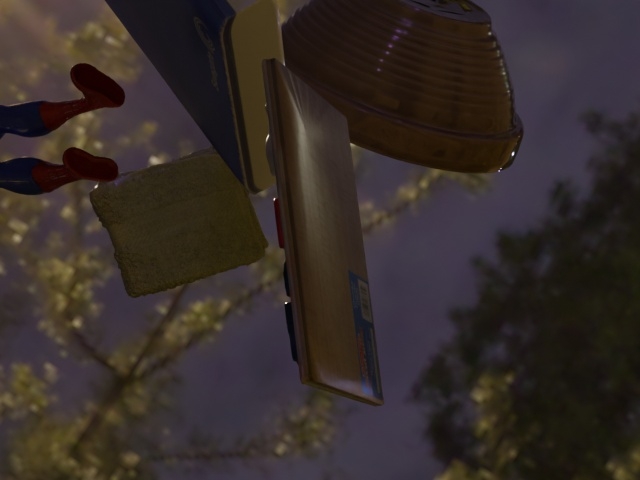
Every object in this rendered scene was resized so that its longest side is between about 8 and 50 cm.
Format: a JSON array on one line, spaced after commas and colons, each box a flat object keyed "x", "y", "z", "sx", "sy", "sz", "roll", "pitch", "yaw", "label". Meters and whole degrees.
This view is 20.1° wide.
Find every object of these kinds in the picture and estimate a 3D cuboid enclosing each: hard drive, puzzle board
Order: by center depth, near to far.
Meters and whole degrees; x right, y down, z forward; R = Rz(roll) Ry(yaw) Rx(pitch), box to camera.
[{"x": 0.000, "y": 0.000, "z": 0.725, "sx": 0.096, "sy": 0.011, "sz": 0.128, "roll": 31, "pitch": -130, "yaw": -69, "label": "puzzle board"}, {"x": -0.125, "y": -0.200, "z": 1.175, "sx": 0.040, "sy": 0.318, "sz": 0.210, "roll": -32, "pitch": -24, "yaw": -13, "label": "hard drive"}]

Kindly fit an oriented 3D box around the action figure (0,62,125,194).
[{"x": -0.281, "y": -0.069, "z": 1.224, "sx": 0.139, "sy": 0.280, "sz": 0.091, "roll": 24, "pitch": -117, "yaw": -46, "label": "action figure"}]

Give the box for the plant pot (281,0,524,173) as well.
[{"x": 0.068, "y": -0.155, "z": 1.498, "sx": 0.237, "sy": 0.237, "sz": 0.110, "roll": -12, "pitch": -53, "yaw": -54, "label": "plant pot"}]

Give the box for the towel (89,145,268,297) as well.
[{"x": -0.117, "y": -0.016, "z": 1.512, "sx": 0.148, "sy": 0.027, "sz": 0.110, "roll": -20, "pitch": -93, "yaw": -37, "label": "towel"}]
